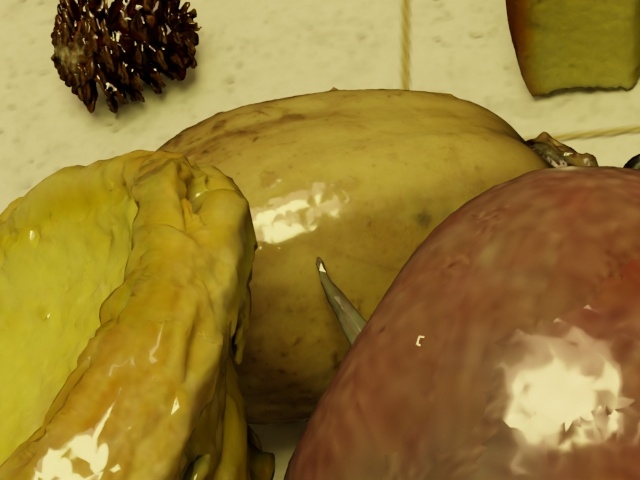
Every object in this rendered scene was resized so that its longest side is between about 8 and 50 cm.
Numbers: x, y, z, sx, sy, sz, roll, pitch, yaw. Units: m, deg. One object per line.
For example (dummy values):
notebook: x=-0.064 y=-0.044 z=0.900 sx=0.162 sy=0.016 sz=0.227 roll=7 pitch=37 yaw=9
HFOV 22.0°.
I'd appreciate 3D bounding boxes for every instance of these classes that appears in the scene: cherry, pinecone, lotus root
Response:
cherry: x=0.095 y=0.094 z=0.610 sx=0.285 sy=0.213 sz=0.236 roll=39 pitch=114 yaw=20
pinecone: x=-0.107 y=-0.109 z=0.904 sx=0.083 sy=0.077 sz=0.077 roll=-8 pitch=52 yaw=-8
lotus root: x=0.000 y=0.000 z=0.755 sx=0.256 sy=0.140 sz=0.154 roll=-18 pitch=20 yaw=-8

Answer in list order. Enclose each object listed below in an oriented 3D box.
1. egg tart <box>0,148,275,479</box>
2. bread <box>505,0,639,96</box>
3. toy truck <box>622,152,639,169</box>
egg tart: x=-0.112 y=0.098 z=0.607 sx=0.294 sy=0.123 sz=0.294 roll=-36 pitch=26 yaw=20
bread: x=0.121 y=-0.237 z=0.752 sx=0.077 sy=0.361 sz=0.138 roll=1 pitch=53 yaw=8
toy truck: x=0.231 y=-0.064 z=0.770 sx=0.121 sy=0.088 sz=0.259 roll=17 pitch=60 yaw=25
